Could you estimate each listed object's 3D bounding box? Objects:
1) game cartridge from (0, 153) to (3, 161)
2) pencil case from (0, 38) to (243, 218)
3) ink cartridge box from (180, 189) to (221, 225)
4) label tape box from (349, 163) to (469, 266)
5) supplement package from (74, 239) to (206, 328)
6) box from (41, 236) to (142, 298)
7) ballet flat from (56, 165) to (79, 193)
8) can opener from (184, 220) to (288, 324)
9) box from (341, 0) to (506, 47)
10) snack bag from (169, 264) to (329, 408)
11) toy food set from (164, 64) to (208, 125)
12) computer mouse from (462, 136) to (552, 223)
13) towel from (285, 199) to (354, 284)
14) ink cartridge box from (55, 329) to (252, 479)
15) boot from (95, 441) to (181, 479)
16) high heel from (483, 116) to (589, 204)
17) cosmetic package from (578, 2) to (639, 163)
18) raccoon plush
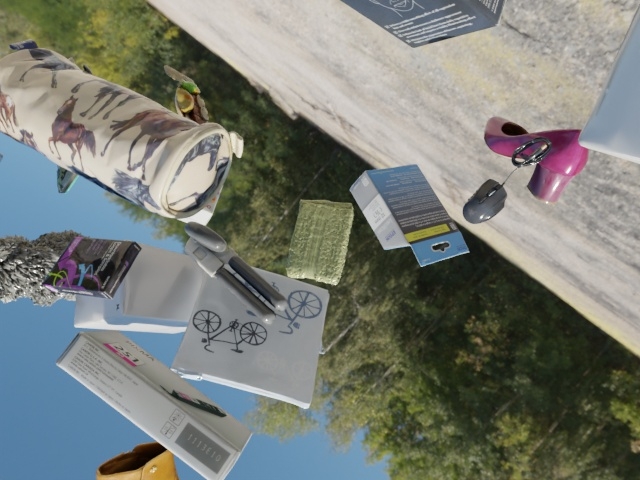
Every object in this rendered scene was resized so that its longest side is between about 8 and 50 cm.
[{"bbox_3d":[-0.609,-0.183,0.725,0.196,0.060,0.294,39,168,-27],"label":"game cartridge"},{"bbox_3d":[-0.330,-0.178,0.751,0.410,0.183,0.160,26,159,16],"label":"pencil case"},{"bbox_3d":[-0.377,-0.151,1.437,0.128,0.176,0.127,22,152,-19],"label":"ink cartridge box"},{"bbox_3d":[0.284,-0.069,1.502,0.249,0.115,0.347,-13,-112,-37],"label":"label tape box"},{"bbox_3d":[-0.417,0.126,1.163,0.293,0.177,0.175,23,-122,-57],"label":"supplement package"},{"bbox_3d":[-0.436,0.049,0.897,0.162,0.116,0.029,4,145,20],"label":"box"},{"bbox_3d":[-0.443,-0.175,0.868,0.070,0.188,0.070,23,159,10],"label":"ballet flat"},{"bbox_3d":[-0.192,0.061,0.996,0.283,0.076,0.095,38,167,23],"label":"can opener"},{"bbox_3d":[0.206,-0.655,1.088,0.395,0.212,0.293,16,-179,-34],"label":"box"},{"bbox_3d":[-0.143,0.206,1.098,0.323,0.037,0.342,18,-136,-9],"label":"snack bag"},{"bbox_3d":[-0.289,-0.302,1.084,0.132,0.038,0.192,-12,-93,-74],"label":"toy food set"},{"bbox_3d":[0.402,-0.129,1.030,0.071,0.242,0.041,49,-150,23],"label":"computer mouse"},{"bbox_3d":[0.000,0.000,0.833,0.110,0.148,0.027,8,171,22],"label":"towel"},{"bbox_3d":[-0.230,0.239,0.731,0.275,0.060,0.239,35,172,5],"label":"ink cartridge box"},{"bbox_3d":[-0.310,0.504,0.963,0.295,0.211,0.104,0,-162,-42],"label":"boot"},{"bbox_3d":[0.526,-0.263,1.151,0.127,0.181,0.377,2,-140,-15],"label":"high heel"},{"bbox_3d":[0.460,-0.136,0.401,0.453,0.230,0.161,5,-159,-30],"label":"cosmetic package"},{"bbox_3d":[-0.667,0.058,1.259,0.299,0.446,0.216,157,103,-83],"label":"raccoon plush"}]
